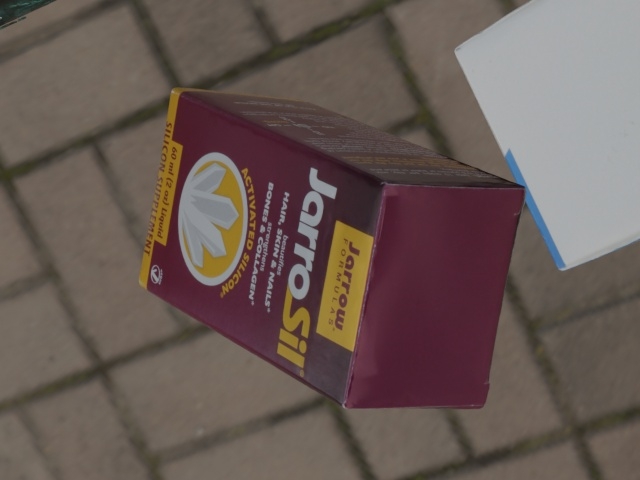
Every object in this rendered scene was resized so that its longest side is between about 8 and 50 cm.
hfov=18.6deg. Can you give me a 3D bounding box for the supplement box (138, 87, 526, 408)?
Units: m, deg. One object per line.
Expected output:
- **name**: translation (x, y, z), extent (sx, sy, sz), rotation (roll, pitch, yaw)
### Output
- **supplement box**: translation (0.000, 0.000, 0.909), extent (0.188, 0.081, 0.104), rotation (26, 110, 52)

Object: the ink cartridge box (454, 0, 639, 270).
- **ink cartridge box**: translation (0.243, -0.106, 1.326), extent (0.168, 0.233, 0.171), rotation (-29, 84, 37)

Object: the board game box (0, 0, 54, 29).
- **board game box**: translation (-0.152, -0.186, 0.886), extent (0.126, 0.026, 0.186), rotation (-22, 67, 10)
